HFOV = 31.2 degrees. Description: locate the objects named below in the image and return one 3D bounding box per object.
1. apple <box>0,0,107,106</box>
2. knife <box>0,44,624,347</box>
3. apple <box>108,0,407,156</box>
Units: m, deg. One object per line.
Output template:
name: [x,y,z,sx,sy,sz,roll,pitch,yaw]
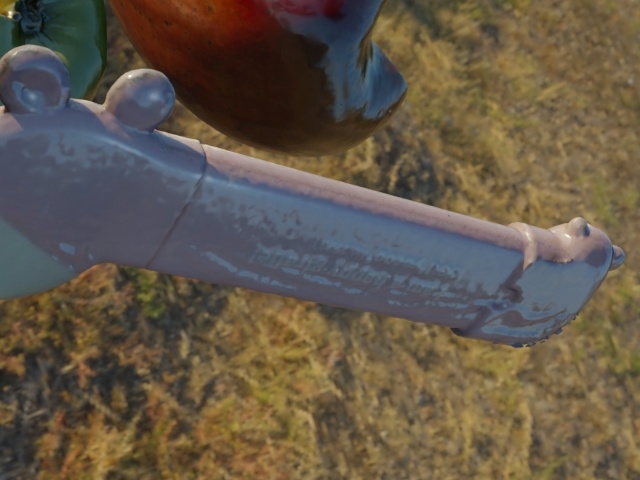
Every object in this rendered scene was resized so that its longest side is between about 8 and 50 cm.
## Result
apple: [-0.301,-0.137,0.886,0.295,0.257,0.234,-53,137,-47]
knife: [0.000,0.000,0.567,0.398,0.132,0.038,13,36,-35]
apple: [-0.071,-0.263,1.234,0.365,0.329,0.295,39,38,16]
